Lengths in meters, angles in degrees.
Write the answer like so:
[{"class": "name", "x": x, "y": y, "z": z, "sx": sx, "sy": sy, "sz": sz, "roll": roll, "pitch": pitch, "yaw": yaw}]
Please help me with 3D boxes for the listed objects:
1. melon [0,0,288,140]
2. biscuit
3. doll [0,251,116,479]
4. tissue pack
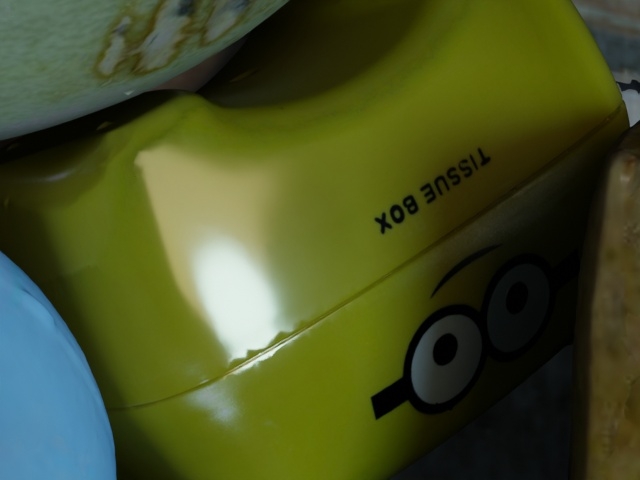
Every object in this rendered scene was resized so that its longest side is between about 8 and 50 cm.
[{"class": "melon", "x": -0.073, "y": -0.183, "z": 0.415, "sx": 0.268, "sy": 0.268, "sz": 0.330, "roll": 36, "pitch": 61, "yaw": -19}, {"class": "biscuit", "x": 0.103, "y": 0.070, "z": 0.506, "sx": 0.301, "sy": 0.043, "sz": 0.278, "roll": 70, "pitch": 31, "yaw": -45}, {"class": "doll", "x": -0.175, "y": 0.053, "z": 0.400, "sx": 0.314, "sy": 0.141, "sz": 0.177, "roll": 13, "pitch": 121, "yaw": -16}, {"class": "tissue pack", "x": 0.000, "y": 0.000, "z": 0.507, "sx": 0.178, "sy": 0.123, "sz": 0.127, "roll": -32, "pitch": 106, "yaw": -30}]
